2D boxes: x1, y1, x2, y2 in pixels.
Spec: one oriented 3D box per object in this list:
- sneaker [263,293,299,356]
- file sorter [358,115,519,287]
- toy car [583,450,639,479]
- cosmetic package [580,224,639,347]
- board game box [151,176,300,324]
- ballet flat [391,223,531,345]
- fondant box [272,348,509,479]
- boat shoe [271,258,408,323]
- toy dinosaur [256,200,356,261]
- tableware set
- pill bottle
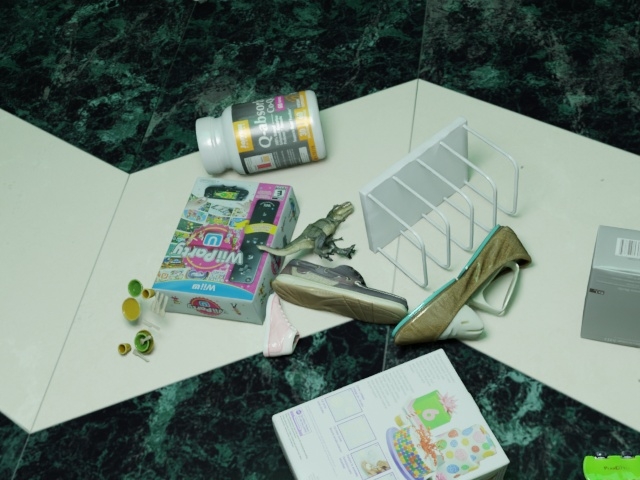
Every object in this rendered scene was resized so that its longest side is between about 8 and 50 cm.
[{"bbox_3d":[-0.073,0.168,1.578,0.070,0.051,0.134,-1,56,7],"label":"sneaker"},{"bbox_3d":[0.247,-0.072,1.608,0.278,0.192,0.173,-37,55,-17],"label":"file sorter"},{"bbox_3d":[0.544,0.380,1.304,0.225,0.053,0.239,-3,52,9],"label":"toy car"},{"bbox_3d":[0.537,0.086,1.412,0.127,0.238,0.107,8,52,19],"label":"cosmetic package"},{"bbox_3d":[-0.193,0.015,1.686,0.224,0.097,0.303,6,56,15],"label":"board game box"},{"bbox_3d":[0.289,0.110,1.534,0.124,0.116,0.342,42,65,14],"label":"ballet flat"},{"bbox_3d":[0.114,0.355,1.357,0.330,0.096,0.238,-20,52,-11],"label":"fondant box"},{"bbox_3d":[0.044,0.093,1.582,0.285,0.102,0.092,10,60,24],"label":"boat shoe"},{"bbox_3d":[0.000,0.000,1.658,0.118,0.064,0.268,33,40,27],"label":"toy dinosaur"},{"bbox_3d":[-0.367,0.160,1.596,0.104,0.024,0.154,24,102,24],"label":"tableware set"},{"bbox_3d":[-0.134,-0.240,1.826,0.279,0.162,0.162,-11,52,1],"label":"pill bottle"}]
